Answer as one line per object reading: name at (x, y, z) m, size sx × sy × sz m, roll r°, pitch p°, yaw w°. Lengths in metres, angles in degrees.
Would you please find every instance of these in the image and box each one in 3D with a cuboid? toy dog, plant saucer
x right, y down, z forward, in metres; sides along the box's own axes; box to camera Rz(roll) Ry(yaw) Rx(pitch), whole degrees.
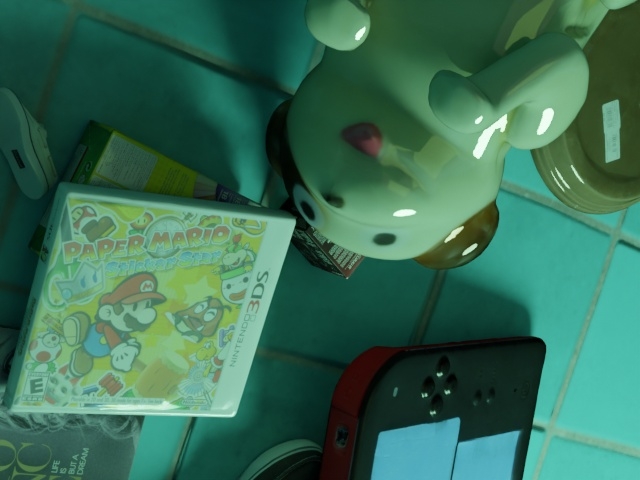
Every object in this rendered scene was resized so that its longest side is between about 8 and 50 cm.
toy dog at (0.105, -0.179, 1.215) m, size 0.284 × 0.395 × 0.408 m, roll 30°, pitch 97°, yaw 1°
plant saucer at (0.346, -0.163, 1.575) m, size 0.277 × 0.041 × 0.278 m, roll -11°, pitch 108°, yaw -34°

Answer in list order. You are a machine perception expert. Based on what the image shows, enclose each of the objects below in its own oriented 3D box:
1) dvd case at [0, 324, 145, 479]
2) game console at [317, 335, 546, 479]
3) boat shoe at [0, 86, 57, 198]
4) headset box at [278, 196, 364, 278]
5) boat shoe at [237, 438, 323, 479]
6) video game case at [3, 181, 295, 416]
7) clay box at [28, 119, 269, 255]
dvd case at (-0.256, 0.161, 1.227) m, size 0.221 × 0.018 × 0.165 m, roll 13°, pitch 94°, yaw -38°
game console at (0.117, 0.295, 1.476) m, size 0.342 × 0.060 × 0.387 m, roll 2°, pitch 101°, yaw -46°
boat shoe at (-0.248, -0.086, 1.165) m, size 0.035 × 0.035 × 0.100 m, roll -48°, pitch 125°, yaw -50°
headset box at (0.000, 0.000, 1.346) m, size 0.032 × 0.062 × 0.083 m, roll -52°, pitch 124°, yaw -13°
boat shoe at (-0.070, 0.282, 1.356) m, size 0.228 × 0.076 × 0.080 m, roll -32°, pitch 119°, yaw -26°
video game case at (-0.147, 0.059, 1.214) m, size 0.227 × 0.026 × 0.206 m, roll 7°, pitch 109°, yaw -34°
clay box at (-0.138, -0.005, 1.249) m, size 0.222 × 0.053 × 0.127 m, roll 28°, pitch 88°, yaw -39°
